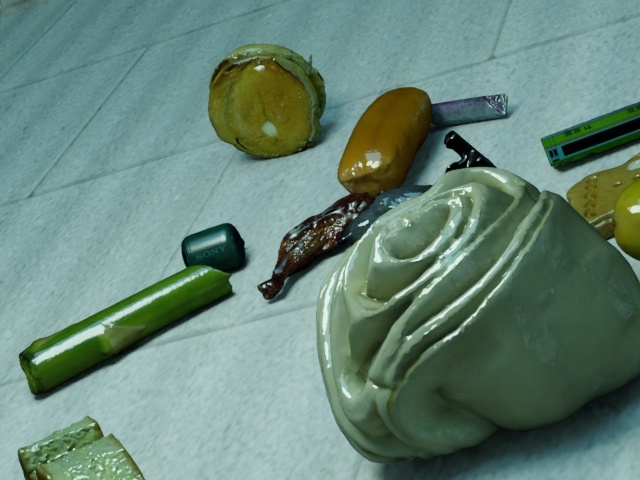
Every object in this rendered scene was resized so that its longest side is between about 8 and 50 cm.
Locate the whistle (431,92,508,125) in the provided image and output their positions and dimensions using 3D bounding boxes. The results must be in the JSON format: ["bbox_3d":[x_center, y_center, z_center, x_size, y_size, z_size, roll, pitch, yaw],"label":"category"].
[{"bbox_3d":[0.177,-0.173,2.354,0.176,0.033,0.033,-6,28,37],"label":"whistle"}]

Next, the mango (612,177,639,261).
[{"bbox_3d":[0.389,-0.035,1.746,0.194,0.092,0.130,-16,21,8],"label":"mango"}]

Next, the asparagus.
[{"bbox_3d":[-0.237,0.100,2.111,0.277,0.060,0.067,-28,12,-14],"label":"asparagus"}]

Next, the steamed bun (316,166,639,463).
[{"bbox_3d":[0.136,0.043,1.647,0.309,0.219,0.324,-21,22,7],"label":"steamed bun"}]

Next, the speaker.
[{"bbox_3d":[-0.135,0.007,2.220,0.075,0.060,0.094,-19,22,10],"label":"speaker"}]

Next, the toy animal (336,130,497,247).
[{"bbox_3d":[0.127,-0.019,2.025,0.210,0.121,0.117,-35,63,16],"label":"toy animal"}]

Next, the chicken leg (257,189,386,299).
[{"bbox_3d":[-0.002,-0.002,2.122,0.219,0.048,0.089,-33,20,-21],"label":"chicken leg"}]

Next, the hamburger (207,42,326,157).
[{"bbox_3d":[-0.071,-0.208,2.520,0.185,0.177,0.113,-46,7,20],"label":"hamburger"}]

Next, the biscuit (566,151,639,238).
[{"bbox_3d":[0.386,-0.065,1.895,0.249,0.035,0.184,-15,23,19],"label":"biscuit"}]

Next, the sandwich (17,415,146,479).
[{"bbox_3d":[-0.241,0.239,1.755,0.090,0.088,0.244,-28,21,-20],"label":"sandwich"}]

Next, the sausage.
[{"bbox_3d":[0.087,-0.131,2.276,0.098,0.098,0.238,-13,26,25],"label":"sausage"}]

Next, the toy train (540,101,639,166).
[{"bbox_3d":[0.368,-0.139,2.071,0.209,0.042,0.044,-20,1,7],"label":"toy train"}]
